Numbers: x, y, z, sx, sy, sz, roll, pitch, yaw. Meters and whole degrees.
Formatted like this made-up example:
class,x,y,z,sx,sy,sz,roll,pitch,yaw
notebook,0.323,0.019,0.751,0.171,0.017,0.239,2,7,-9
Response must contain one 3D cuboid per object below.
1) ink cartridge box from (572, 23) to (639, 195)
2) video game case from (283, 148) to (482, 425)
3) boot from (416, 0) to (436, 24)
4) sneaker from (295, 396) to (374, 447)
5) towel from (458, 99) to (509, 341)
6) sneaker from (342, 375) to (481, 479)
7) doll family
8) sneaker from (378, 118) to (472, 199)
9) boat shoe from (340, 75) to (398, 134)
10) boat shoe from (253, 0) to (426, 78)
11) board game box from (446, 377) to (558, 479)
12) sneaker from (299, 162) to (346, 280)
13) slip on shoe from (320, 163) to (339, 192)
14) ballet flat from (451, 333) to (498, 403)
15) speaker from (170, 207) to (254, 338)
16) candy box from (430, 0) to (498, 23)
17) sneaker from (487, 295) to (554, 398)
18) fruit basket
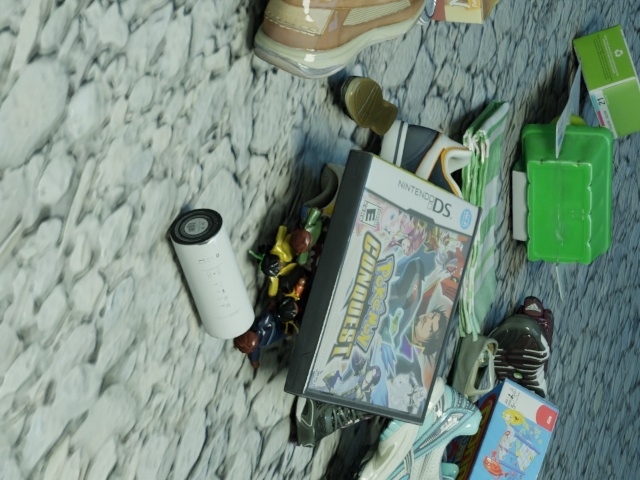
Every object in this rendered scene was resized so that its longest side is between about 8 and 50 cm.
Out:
class,x,y,z,sx,sy,sz,roll,pitch,yaw
ink cartridge box,0.559,-0.239,2.653,0.189,0.097,0.255,51,23,-58
video game case,0.078,0.061,1.626,0.248,0.035,0.275,22,82,-52
boot,0.148,-0.362,1.839,0.069,0.086,0.190,-56,145,-45
sneaker,0.030,0.198,1.753,0.178,0.077,0.072,-42,133,-55
towel,0.250,-0.036,2.181,0.248,0.038,0.324,-48,140,-67
sneaker,0.103,0.301,1.790,0.283,0.122,0.110,-61,-177,20
doll family,-0.039,0.052,1.567,0.111,0.076,0.193,-28,125,-67
sneaker,0.113,0.002,1.774,0.126,0.127,0.321,96,7,-70
boat shoe,0.048,-0.165,1.724,0.056,0.049,0.152,-61,158,-3
boat shoe,0.040,-0.283,1.559,0.324,0.123,0.116,-49,155,-53
board game box,0.166,0.375,1.894,0.302,0.086,0.308,-50,-168,53
sneaker,0.000,0.000,1.659,0.084,0.069,0.185,28,83,-28
slip on shoe,0.036,-0.038,1.742,0.135,0.041,0.051,75,33,-41
ballet flat,0.228,0.243,2.219,0.072,0.068,0.213,53,50,-57
speaker,-0.107,0.036,1.431,0.136,0.055,0.055,74,33,-41
candy box,0.234,-0.456,2.000,0.316,0.088,0.183,-55,144,-46
sneaker,0.345,0.150,2.432,0.281,0.106,0.162,75,26,-60
fruit basket,0.425,-0.114,2.500,0.353,0.165,0.327,-70,158,-62
